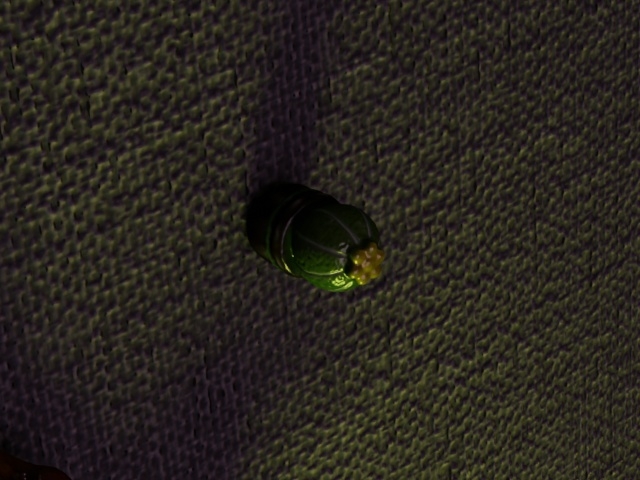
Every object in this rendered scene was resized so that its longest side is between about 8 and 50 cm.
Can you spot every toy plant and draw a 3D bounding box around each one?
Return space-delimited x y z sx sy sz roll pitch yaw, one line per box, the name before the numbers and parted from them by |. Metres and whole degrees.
toy plant | 0.000 0.000 1.905 0.093 0.162 0.093 -18 118 -36

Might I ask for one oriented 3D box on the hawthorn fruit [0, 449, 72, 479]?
hawthorn fruit | -0.310 0.314 1.755 0.196 0.196 0.225 0 118 -41
